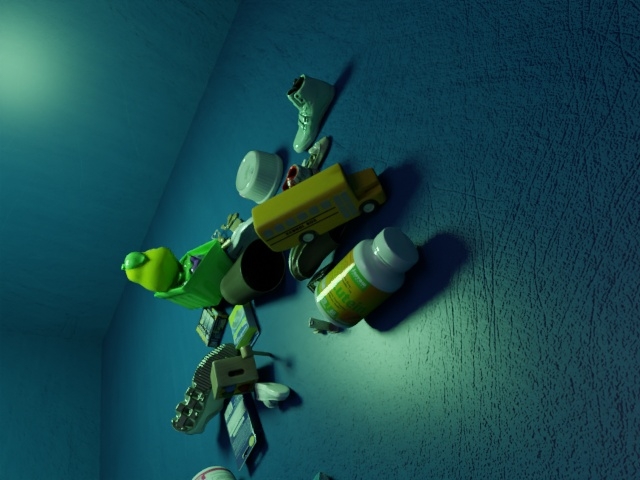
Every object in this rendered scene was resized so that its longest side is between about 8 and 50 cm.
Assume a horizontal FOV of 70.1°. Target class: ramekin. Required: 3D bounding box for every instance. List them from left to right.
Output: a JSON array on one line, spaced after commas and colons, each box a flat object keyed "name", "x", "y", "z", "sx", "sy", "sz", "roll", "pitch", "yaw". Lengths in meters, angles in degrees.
[{"name": "ramekin", "x": -0.243, "y": -0.252, "z": 1.771, "sx": 0.207, "sy": 0.109, "sz": 0.207, "roll": -31, "pitch": 50, "yaw": 46}]

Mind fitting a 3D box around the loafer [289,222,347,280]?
[{"name": "loafer", "x": 0.000, "y": 0.000, "z": 1.263, "sx": 0.087, "sy": 0.094, "sz": 0.251, "roll": 15, "pitch": 73, "yaw": 50}]

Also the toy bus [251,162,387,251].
[{"name": "toy bus", "x": -0.003, "y": -0.094, "z": 1.193, "sx": 0.333, "sy": 0.130, "sz": 0.108, "roll": -26, "pitch": 45, "yaw": 11}]

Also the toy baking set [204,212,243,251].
[{"name": "toy baking set", "x": -0.420, "y": -0.014, "z": 1.978, "sx": 0.256, "sy": 0.030, "sz": 0.197, "roll": -43, "pitch": 32, "yaw": 17}]

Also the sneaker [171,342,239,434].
[{"name": "sneaker", "x": -0.381, "y": 0.522, "z": 1.610, "sx": 0.122, "sy": 0.146, "sz": 0.330, "roll": 20, "pitch": 67, "yaw": 32}]

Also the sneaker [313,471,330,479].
[{"name": "sneaker", "x": 0.013, "y": 0.617, "z": 0.992, "sx": 0.087, "sy": 0.092, "sz": 0.228, "roll": -62, "pitch": 14, "yaw": 21}]

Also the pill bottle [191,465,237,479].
[{"name": "pill bottle", "x": -0.264, "y": 0.774, "z": 1.265, "sx": 0.283, "sy": 0.160, "sz": 0.160, "roll": 12, "pitch": 86, "yaw": 58}]

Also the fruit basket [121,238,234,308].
[{"name": "fruit basket", "x": -0.567, "y": 0.113, "z": 1.810, "sx": 0.392, "sy": 0.392, "sz": 0.283, "roll": -18, "pitch": 35, "yaw": 53}]

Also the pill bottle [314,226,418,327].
[{"name": "pill bottle", "x": 0.106, "y": 0.084, "z": 1.048, "sx": 0.245, "sy": 0.136, "sz": 0.136, "roll": -48, "pitch": 40, "yaw": 34}]

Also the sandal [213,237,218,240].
[{"name": "sandal", "x": -0.455, "y": 0.052, "z": 2.016, "sx": 0.067, "sy": 0.040, "sz": 0.179, "roll": -34, "pitch": 31, "yaw": 11}]

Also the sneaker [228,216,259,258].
[{"name": "sneaker", "x": -0.288, "y": -0.033, "z": 1.749, "sx": 0.258, "sy": 0.094, "sz": 0.091, "roll": -44, "pitch": 46, "yaw": 39}]

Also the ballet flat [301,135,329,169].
[{"name": "ballet flat", "x": -0.023, "y": -0.269, "z": 1.494, "sx": 0.057, "sy": 0.052, "sz": 0.168, "roll": 38, "pitch": 107, "yaw": 57}]

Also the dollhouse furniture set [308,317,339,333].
[{"name": "dollhouse furniture set", "x": -0.005, "y": 0.187, "z": 1.221, "sx": 0.091, "sy": 0.081, "sz": 0.114, "roll": -19, "pitch": 60, "yaw": 52}]

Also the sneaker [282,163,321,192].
[{"name": "sneaker", "x": -0.050, "y": -0.099, "z": 1.366, "sx": 0.090, "sy": 0.145, "sz": 0.270, "roll": -23, "pitch": 57, "yaw": 51}]

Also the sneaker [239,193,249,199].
[{"name": "sneaker", "x": -0.314, "y": -0.216, "z": 1.930, "sx": 0.057, "sy": 0.047, "sz": 0.119, "roll": -50, "pitch": 38, "yaw": 13}]

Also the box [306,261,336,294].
[{"name": "box", "x": 0.013, "y": 0.108, "z": 1.238, "sx": 0.083, "sy": 0.052, "sz": 0.062, "roll": -38, "pitch": 11, "yaw": 42}]

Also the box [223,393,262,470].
[{"name": "box", "x": -0.245, "y": 0.588, "z": 1.440, "sx": 0.136, "sy": 0.036, "sz": 0.225, "roll": -62, "pitch": 33, "yaw": 18}]

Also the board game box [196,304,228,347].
[{"name": "board game box", "x": -0.442, "y": 0.336, "z": 1.852, "sx": 0.170, "sy": 0.048, "sz": 0.141, "roll": 25, "pitch": 98, "yaw": 58}]

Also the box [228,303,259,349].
[{"name": "box", "x": -0.274, "y": 0.301, "z": 1.617, "sx": 0.109, "sy": 0.042, "sz": 0.178, "roll": -59, "pitch": 34, "yaw": 21}]

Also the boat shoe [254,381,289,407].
[{"name": "boat shoe", "x": -0.145, "y": 0.454, "z": 1.329, "sx": 0.184, "sy": 0.066, "sz": 0.063, "roll": -14, "pitch": 74, "yaw": 53}]

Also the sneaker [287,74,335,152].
[{"name": "sneaker", "x": -0.070, "y": -0.435, "z": 1.553, "sx": 0.256, "sy": 0.151, "sz": 0.094, "roll": -63, "pitch": 35, "yaw": 17}]

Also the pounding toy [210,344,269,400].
[{"name": "pounding toy", "x": -0.235, "y": 0.406, "z": 1.404, "sx": 0.206, "sy": 0.181, "sz": 0.094, "roll": 112, "pitch": 145, "yaw": -50}]

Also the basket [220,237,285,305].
[{"name": "basket", "x": -0.241, "y": 0.124, "z": 1.556, "sx": 0.227, "sy": 0.154, "sz": 0.204, "roll": -39, "pitch": 27, "yaw": 48}]
